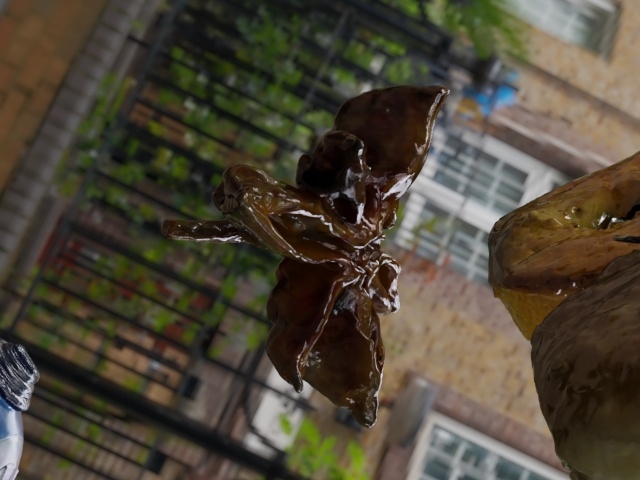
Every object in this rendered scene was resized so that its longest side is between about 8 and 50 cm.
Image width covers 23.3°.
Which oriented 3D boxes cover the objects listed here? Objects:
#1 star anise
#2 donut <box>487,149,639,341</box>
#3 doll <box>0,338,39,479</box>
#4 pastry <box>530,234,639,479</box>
[{"bbox_3d":[0.006,-0.003,0.902,0.111,0.212,0.196,18,-121,38],"label":"star anise"},{"bbox_3d":[0.245,-0.004,1.217,0.253,0.118,0.253,-25,-160,10],"label":"donut"},{"bbox_3d":[-0.424,0.200,1.572,0.284,0.240,0.310,-35,170,4],"label":"doll"},{"bbox_3d":[0.277,0.059,0.942,0.329,0.136,0.329,-26,-172,4],"label":"pastry"}]
